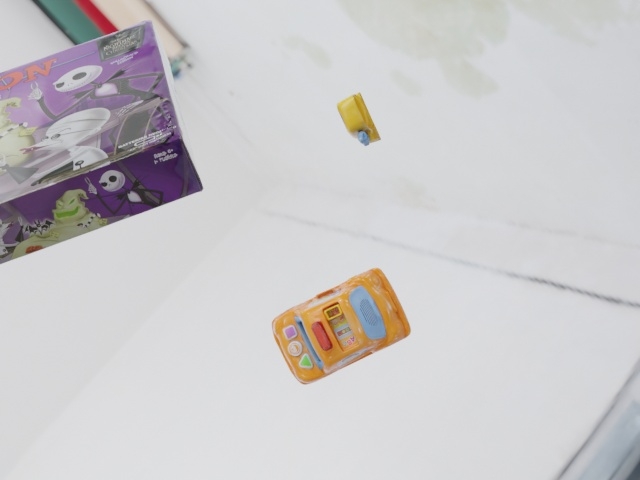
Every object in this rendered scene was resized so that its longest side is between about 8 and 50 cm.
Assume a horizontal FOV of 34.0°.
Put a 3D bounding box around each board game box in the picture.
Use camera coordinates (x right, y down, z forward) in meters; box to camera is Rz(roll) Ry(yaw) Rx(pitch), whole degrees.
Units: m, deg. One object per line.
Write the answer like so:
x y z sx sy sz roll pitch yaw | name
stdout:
-0.261 -0.040 0.715 0.208 0.347 0.056 -114 -175 -59 | board game box

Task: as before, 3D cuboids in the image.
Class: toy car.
0.000 0.000 0.438 0.040 0.060 0.122 -8 89 -78 | toy car
